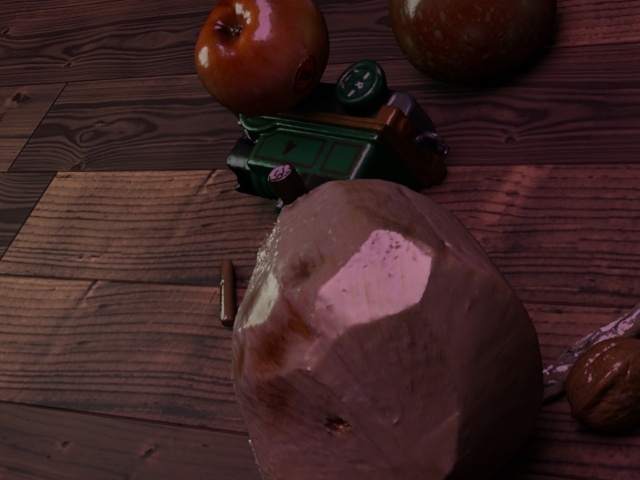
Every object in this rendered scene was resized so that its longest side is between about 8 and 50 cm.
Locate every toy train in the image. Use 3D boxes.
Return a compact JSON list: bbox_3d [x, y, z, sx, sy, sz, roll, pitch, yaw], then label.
[{"bbox_3d":[0.006,-0.135,1.979,0.429,0.178,0.249,13,69,40],"label":"toy train"}]

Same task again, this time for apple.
[{"bbox_3d":[-0.087,-0.285,1.909,0.209,0.164,0.209,-18,56,28],"label":"apple"}]

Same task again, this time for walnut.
[{"bbox_3d":[0.342,0.169,1.502,0.124,0.105,0.105,-41,40,-3],"label":"walnut"}]

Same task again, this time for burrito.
[{"bbox_3d":[0.334,0.136,1.582,0.185,0.041,0.045,-36,49,0],"label":"burrito"}]

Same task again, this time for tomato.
[{"bbox_3d":[0.234,-0.390,2.035,0.270,0.223,0.270,-15,45,16],"label":"tomato"}]

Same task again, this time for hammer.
[{"bbox_3d":[0.000,0.000,1.692,0.111,0.365,0.043,-24,58,4],"label":"hammer"}]

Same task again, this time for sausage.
[{"bbox_3d":[-0.143,0.077,1.966,0.024,0.024,0.132,-21,43,14],"label":"sausage"}]

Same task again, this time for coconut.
[{"bbox_3d":[0.068,0.138,1.492,0.344,0.415,0.415,-15,40,-5],"label":"coconut"}]
